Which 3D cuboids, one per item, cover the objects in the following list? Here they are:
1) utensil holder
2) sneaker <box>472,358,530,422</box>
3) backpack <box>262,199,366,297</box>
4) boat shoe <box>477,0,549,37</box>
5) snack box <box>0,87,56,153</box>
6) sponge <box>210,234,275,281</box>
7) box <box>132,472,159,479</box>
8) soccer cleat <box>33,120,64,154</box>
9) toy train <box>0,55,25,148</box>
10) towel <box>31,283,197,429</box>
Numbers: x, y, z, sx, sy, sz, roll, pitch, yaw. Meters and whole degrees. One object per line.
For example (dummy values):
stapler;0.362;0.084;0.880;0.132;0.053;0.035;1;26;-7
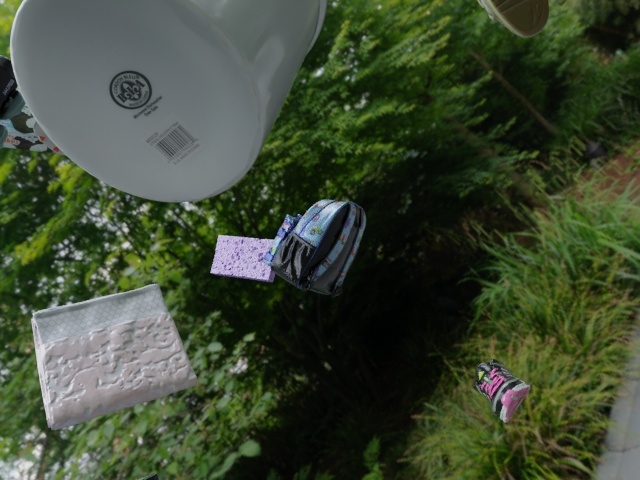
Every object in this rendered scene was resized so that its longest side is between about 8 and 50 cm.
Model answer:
utensil holder;-0.181;-0.290;0.765;0.327;0.328;0.385;-50;17;42
sneaker;0.259;0.214;0.802;0.063;0.075;0.170;-57;-20;4
backpack;0.000;0.000;0.976;0.173;0.117;0.158;-62;-28;3
boat shoe;0.180;-0.274;0.570;0.056;0.153;0.048;-38;-4;4
snack box;-0.740;-0.313;1.369;0.322;0.187;0.060;3;-36;-34
sponge;-0.216;0.050;1.563;0.031;0.210;0.117;33;-114;-59
box;-0.412;0.484;0.972;0.191;0.045;0.184;-28;-15;32
soccer cleat;-0.535;-0.216;1.217;0.068;0.196;0.076;-56;34;15
toy train;-0.736;-0.233;1.096;0.142;0.190;0.333;51;-131;-53
towel;-0.509;0.267;1.337;0.332;0.317;0.053;-12;-36;-27
